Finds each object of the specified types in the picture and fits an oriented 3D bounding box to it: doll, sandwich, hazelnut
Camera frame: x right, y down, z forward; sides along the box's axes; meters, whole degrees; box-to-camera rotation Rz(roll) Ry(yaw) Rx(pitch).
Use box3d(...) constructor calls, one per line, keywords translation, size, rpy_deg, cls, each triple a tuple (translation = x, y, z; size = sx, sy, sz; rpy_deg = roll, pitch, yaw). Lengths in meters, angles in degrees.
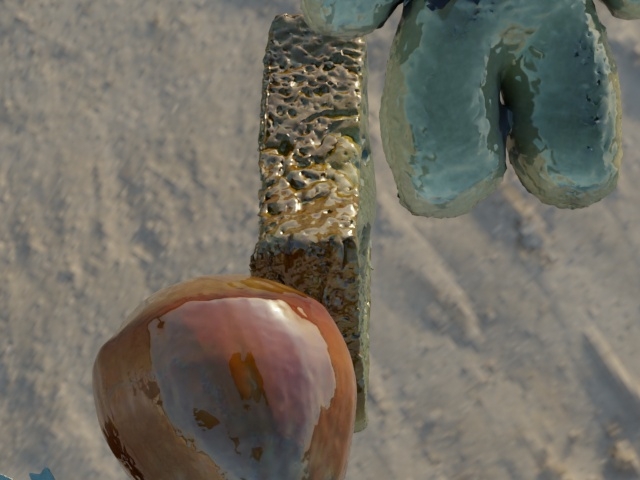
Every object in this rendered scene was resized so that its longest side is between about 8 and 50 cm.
box3d(translation=(0.093, -0.151, 0.886), size=(0.175, 0.149, 0.278), rpy_deg=(-9, 94, -50), cls="doll")
box3d(translation=(0.000, 0.000, 1.558), size=(0.099, 0.271, 0.301), rpy_deg=(-4, 45, 6), cls="sandwich")
box3d(translation=(-0.056, 0.120, 1.254), size=(0.214, 0.176, 0.214), rpy_deg=(54, 18, -26), cls="hazelnut")

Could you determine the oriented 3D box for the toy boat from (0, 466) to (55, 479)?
box3d(translation=(-0.275, 0.201, 1.353), size=(0.149, 0.034, 0.105), rpy_deg=(-40, 87, -8), cls="toy boat")
